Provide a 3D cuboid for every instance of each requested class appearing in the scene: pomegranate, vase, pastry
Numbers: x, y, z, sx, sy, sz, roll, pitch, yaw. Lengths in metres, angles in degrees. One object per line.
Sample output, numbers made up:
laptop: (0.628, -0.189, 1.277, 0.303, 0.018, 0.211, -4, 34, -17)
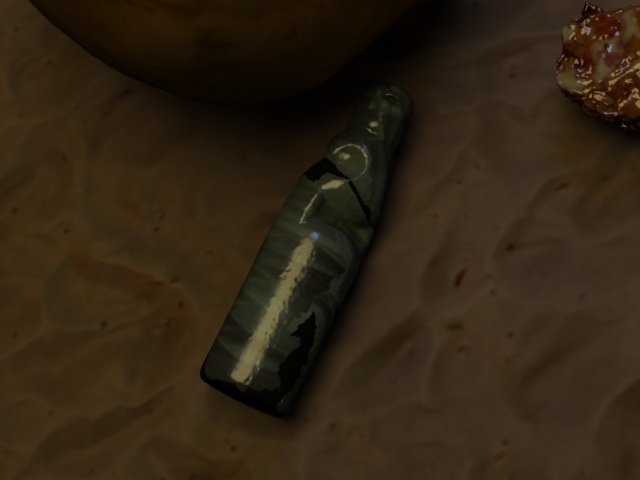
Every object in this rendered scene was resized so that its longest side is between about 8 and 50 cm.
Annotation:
pomegranate: (-0.071, -0.256, 1.041, 0.342, 0.342, 0.342, -5, 70, 15)
vase: (0.000, 0.000, 1.075, 0.060, 0.060, 0.211, 22, 77, 22)
pastry: (0.221, -0.108, 1.049, 0.169, 0.063, 0.087, -18, 58, 16)
